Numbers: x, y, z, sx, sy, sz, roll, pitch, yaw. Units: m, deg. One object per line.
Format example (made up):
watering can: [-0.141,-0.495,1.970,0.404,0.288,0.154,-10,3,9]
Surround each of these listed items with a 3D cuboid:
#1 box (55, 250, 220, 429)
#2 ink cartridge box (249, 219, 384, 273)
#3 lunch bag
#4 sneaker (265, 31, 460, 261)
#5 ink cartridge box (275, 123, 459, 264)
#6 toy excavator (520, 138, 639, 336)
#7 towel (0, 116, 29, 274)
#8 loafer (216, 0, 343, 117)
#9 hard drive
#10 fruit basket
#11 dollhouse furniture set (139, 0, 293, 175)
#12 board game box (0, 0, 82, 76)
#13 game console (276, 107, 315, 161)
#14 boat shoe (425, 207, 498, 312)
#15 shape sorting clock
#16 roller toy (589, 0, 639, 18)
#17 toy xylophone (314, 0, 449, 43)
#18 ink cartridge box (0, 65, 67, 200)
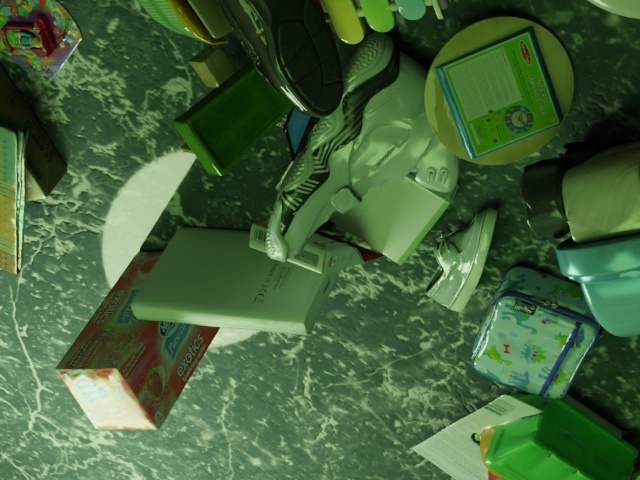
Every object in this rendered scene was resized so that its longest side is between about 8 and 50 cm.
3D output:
box: [-0.298,0.166,2.222,0.142,0.300,0.154,-5,127,32]
ink cartridge box: [0.000,0.000,2.009,0.145,0.179,0.045,20,111,31]
lunch bag: [0.344,0.149,2.047,0.176,0.090,0.219,21,138,3]
sneaker: [0.073,-0.095,1.841,0.210,0.137,0.365,28,108,-5]
ink cartridge box: [0.070,-0.081,1.984,0.235,0.056,0.171,32,137,-2]
toy excavator: [0.484,0.062,1.769,0.222,0.433,0.445,-10,98,33]
towel: [-0.618,-0.110,2.182,0.272,0.040,0.370,23,139,6]
loafer: [-0.072,-0.297,1.709,0.095,0.109,0.302,0,127,52]
hard drive: [-0.130,0.061,2.109,0.308,0.203,0.040,3,132,23]
fruit basket: [0.371,0.392,2.249,0.327,0.165,0.353,33,152,-6]
dollhouse furniture set: [-0.208,-0.261,1.820,0.301,0.151,0.198,55,162,-26]
board game box: [-0.457,-0.319,2.032,0.133,0.033,0.169,38,136,-12]
game console: [-0.057,-0.196,1.924,0.107,0.071,0.122,26,137,1]
boat shoe: [0.212,0.028,1.999,0.081,0.079,0.227,19,140,2]
shape sorting clock: [0.240,-0.200,1.739,0.206,0.040,0.206,-2,115,-4]
roller toy: [0.382,-0.347,1.479,0.191,0.209,0.146,48,151,38]
toy xylophone: [0.009,-0.365,1.722,0.323,0.081,0.236,-11,125,34]
ink cartridge box: [-0.572,-0.172,2.190,0.193,0.088,0.234,-8,128,30]
